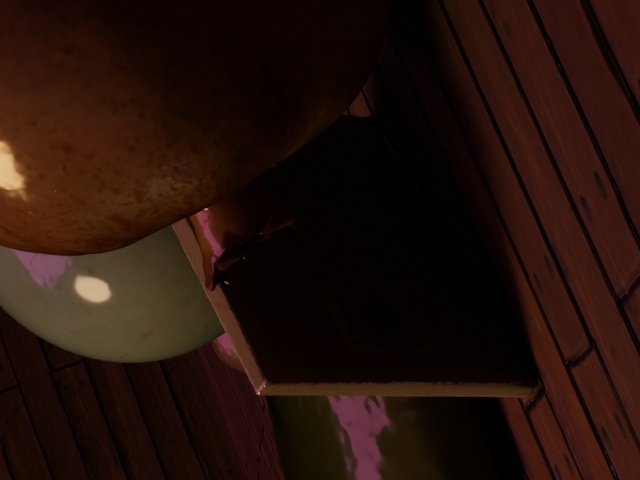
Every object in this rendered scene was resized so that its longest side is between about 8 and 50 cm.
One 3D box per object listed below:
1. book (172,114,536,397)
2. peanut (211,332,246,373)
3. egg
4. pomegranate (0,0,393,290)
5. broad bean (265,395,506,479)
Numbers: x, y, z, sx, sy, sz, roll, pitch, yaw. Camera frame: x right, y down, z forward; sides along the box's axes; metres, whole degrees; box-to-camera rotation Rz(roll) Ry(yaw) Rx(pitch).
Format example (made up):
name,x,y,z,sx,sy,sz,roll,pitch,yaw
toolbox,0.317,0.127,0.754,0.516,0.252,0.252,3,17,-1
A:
name,x,y,z,sx,sy,sz,roll,pitch,yaw
book,0.000,0.001,1.044,0.018,0.170,0.241,-66,36,32
peanut,-0.091,0.074,2.029,0.076,0.076,0.152,169,79,-81
egg,-0.167,-0.052,1.532,0.389,0.276,0.276,-122,14,-62
pomegranate,-0.108,-0.125,0.930,0.319,0.319,0.319,160,90,-81
broad bean,0.035,0.120,1.213,0.291,0.119,0.238,65,161,15
